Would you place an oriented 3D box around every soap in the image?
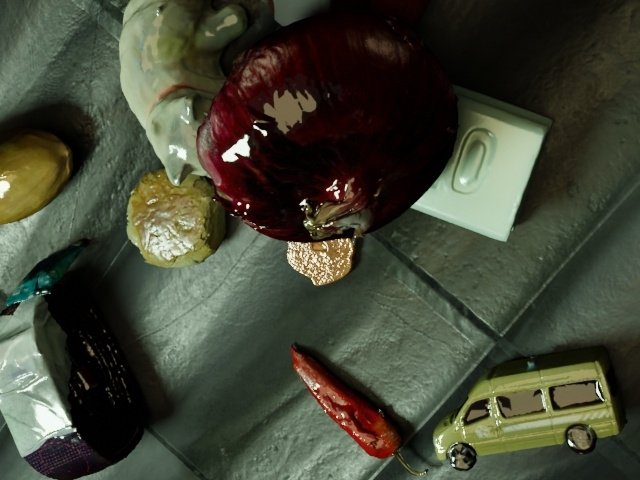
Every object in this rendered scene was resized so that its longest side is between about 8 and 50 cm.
[{"bbox_3d":[0.144,-0.120,1.351,0.265,0.087,0.160,22,111,13],"label":"soap"}]

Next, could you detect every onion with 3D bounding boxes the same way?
[{"bbox_3d":[0.014,-0.112,1.188,0.314,0.314,0.232,-41,47,24],"label":"onion"}]

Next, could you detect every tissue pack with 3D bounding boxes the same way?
[{"bbox_3d":[-0.409,0.045,1.570,0.085,0.138,0.028,-18,112,23],"label":"tissue pack"}]

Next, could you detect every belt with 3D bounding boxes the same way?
[{"bbox_3d":[-0.400,0.219,1.591,0.164,0.184,0.289,-24,90,29],"label":"belt"}]

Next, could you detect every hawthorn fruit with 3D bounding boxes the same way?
[{"bbox_3d":[0.047,-0.341,1.268,0.215,0.215,0.250,22,76,13],"label":"hawthorn fruit"}]

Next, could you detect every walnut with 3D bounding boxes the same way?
[{"bbox_3d":[-0.470,-0.091,1.558,0.245,0.137,0.137,-21,96,15],"label":"walnut"}]

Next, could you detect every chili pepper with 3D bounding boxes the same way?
[{"bbox_3d":[0.047,0.249,1.507,0.268,0.050,0.059,44,130,5],"label":"chili pepper"}]

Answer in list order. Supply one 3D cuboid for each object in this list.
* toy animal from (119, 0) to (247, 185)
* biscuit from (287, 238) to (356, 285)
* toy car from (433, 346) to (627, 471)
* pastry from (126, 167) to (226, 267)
[{"bbox_3d":[-0.176,-0.228,1.395,0.266,0.188,0.308,26,115,21],"label":"toy animal"},{"bbox_3d":[0.000,0.000,1.473,0.102,0.019,0.130,-2,103,20],"label":"biscuit"},{"bbox_3d":[0.267,0.219,1.392,0.256,0.101,0.124,-13,95,21],"label":"toy car"},{"bbox_3d":[-0.208,-0.032,1.506,0.153,0.081,0.153,6,106,23],"label":"pastry"}]
